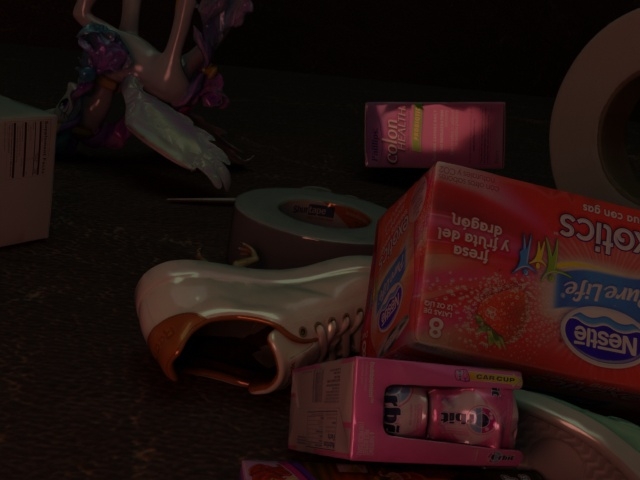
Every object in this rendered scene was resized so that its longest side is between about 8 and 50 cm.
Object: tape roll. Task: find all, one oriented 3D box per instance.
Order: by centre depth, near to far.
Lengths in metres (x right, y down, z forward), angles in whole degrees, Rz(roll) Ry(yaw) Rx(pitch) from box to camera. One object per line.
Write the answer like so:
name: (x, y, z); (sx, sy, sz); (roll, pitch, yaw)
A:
tape roll: (0.000, 0.000, 1.077); (0.219, 0.072, 0.219); (8, 18, -3)
tape roll: (0.510, -0.149, 1.309); (0.072, 0.392, 0.392); (-5, 22, -37)

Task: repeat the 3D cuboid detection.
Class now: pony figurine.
pony figurine: (-0.250, -0.251, 1.390); (0.351, 0.363, 0.303); (24, 7, -1)

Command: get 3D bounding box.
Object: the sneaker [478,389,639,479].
sneaker: (0.234, 0.162, 0.636); (0.256, 0.094, 0.151); (26, 27, 17)

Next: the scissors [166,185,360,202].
scissors: (-0.071, -0.058, 1.310); (0.297, 0.021, 0.109); (-5, 22, -40)

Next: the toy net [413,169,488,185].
toy net: (0.211, -0.092, 1.535); (0.122, 0.045, 0.232); (16, 18, 18)

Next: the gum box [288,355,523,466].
gum box: (0.050, 0.116, 0.606); (0.107, 0.062, 0.188); (6, -11, -13)

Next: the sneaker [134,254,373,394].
sneaker: (-0.011, 0.087, 0.783); (0.290, 0.106, 0.123); (-1, 36, -21)

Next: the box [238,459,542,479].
box: (0.069, 0.214, 0.446); (0.201, 0.057, 0.293); (5, 18, -13)

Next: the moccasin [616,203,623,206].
moccasin: (0.430, 0.031, 1.133); (0.137, 0.117, 0.342); (5, 18, -13)

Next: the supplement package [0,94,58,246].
supplement package: (-0.430, -0.080, 0.966); (0.194, 0.149, 0.203); (20, 20, 30)

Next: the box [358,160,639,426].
box: (0.197, 0.057, 0.728); (0.300, 0.142, 0.154); (13, -18, -11)

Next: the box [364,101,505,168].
box: (0.215, -0.196, 1.640); (0.243, 0.117, 0.213); (1, 9, 12)

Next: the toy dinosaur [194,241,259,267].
toy dinosaur: (-0.089, 0.048, 0.939); (0.183, 0.053, 0.092); (1, 33, -2)
